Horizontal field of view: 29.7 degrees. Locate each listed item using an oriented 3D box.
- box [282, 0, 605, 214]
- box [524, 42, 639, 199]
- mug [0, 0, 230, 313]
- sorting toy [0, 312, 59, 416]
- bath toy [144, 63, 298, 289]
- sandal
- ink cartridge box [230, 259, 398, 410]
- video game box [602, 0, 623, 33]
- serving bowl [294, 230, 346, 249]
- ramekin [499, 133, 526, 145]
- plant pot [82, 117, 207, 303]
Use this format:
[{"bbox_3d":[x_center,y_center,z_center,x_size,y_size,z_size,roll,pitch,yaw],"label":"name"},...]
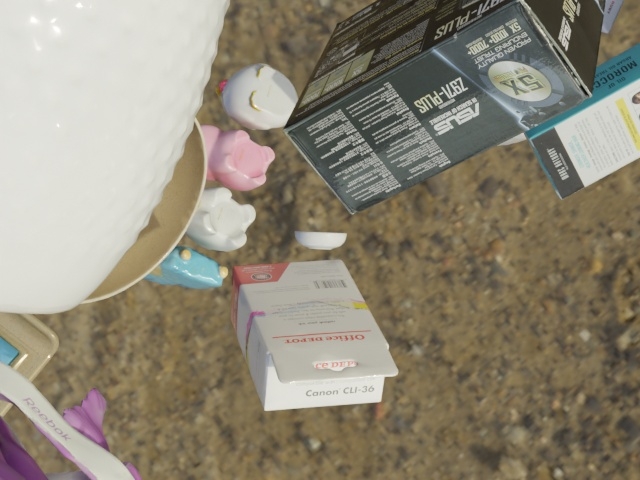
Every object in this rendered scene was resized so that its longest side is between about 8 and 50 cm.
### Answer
[{"bbox_3d":[0.083,-0.117,0.774,0.180,0.147,0.077,-26,115,32],"label":"box"},{"bbox_3d":[0.347,-0.152,1.335,0.244,0.060,0.100,-29,127,9],"label":"box"},{"bbox_3d":[-0.219,-0.131,0.721,0.276,0.374,0.328,14,95,17],"label":"mug"},{"bbox_3d":[-0.476,0.105,1.326,0.307,0.229,0.041,38,166,-1],"label":"sorting toy"},{"bbox_3d":[-0.152,-0.099,1.707,0.151,0.348,0.129,35,155,-25],"label":"bath toy"},{"bbox_3d":[-0.179,0.116,0.703,0.416,0.102,0.169,25,164,49],"label":"sandal"},{"bbox_3d":[-0.010,0.096,1.128,0.198,0.115,0.067,-117,28,-58],"label":"ink cartridge box"},{"bbox_3d":[0.417,-0.414,1.747,0.048,0.205,0.187,21,111,-9],"label":"video game box"},{"bbox_3d":[0.000,0.000,1.910,0.083,0.083,0.027,2,90,42],"label":"serving bowl"},{"bbox_3d":[0.249,-0.229,1.667,0.207,0.207,0.109,60,157,1],"label":"ramekin"},{"bbox_3d":[-0.308,-0.091,1.466,0.191,0.284,0.284,34,131,35],"label":"plant pot"}]
